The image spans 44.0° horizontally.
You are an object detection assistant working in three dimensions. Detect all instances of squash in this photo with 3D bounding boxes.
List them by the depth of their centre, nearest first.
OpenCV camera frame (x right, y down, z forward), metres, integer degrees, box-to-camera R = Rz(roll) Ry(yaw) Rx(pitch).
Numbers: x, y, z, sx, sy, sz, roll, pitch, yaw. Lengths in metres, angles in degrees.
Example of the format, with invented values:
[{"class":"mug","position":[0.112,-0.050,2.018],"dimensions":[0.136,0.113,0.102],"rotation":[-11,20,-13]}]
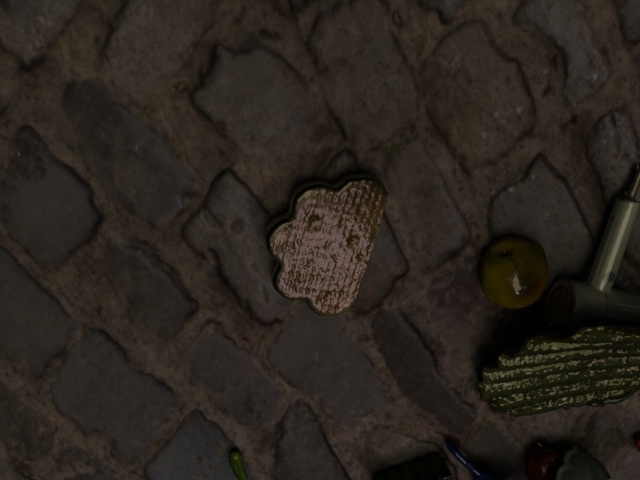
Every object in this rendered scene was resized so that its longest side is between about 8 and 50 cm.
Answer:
[{"class":"squash","position":[-0.167,0.463,1.613],"dimensions":[0.027,0.027,0.089],"rotation":[-13,119,-4]}]

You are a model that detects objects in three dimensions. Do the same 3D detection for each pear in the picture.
[{"class":"pear","position":[0.370,0.066,1.487],"dimensions":[0.141,0.104,0.141],"rotation":[-5,119,-10]}]

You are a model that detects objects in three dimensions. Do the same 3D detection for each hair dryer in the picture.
[{"class":"hair dryer","position":[0.568,0.022,1.512],"dimensions":[0.172,0.107,0.358],"rotation":[10,106,-17]}]

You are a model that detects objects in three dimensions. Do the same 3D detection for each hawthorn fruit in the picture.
[{"class":"hawthorn fruit","position":[0.483,0.479,1.709],"dimensions":[0.081,0.081,0.093],"rotation":[-3,112,-9]}]

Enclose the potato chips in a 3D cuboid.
[{"class":"potato chips","position":[0.522,0.249,1.547],"dimensions":[0.428,0.070,0.359],"rotation":[-6,145,5]}]

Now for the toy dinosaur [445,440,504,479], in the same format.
[{"class":"toy dinosaur","position":[0.372,0.527,1.652],"dimensions":[0.075,0.247,0.188],"rotation":[-44,135,-5]}]

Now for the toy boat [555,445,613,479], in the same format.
[{"class":"toy boat","position":[0.552,0.556,1.652],"dimensions":[0.100,0.290,0.200],"rotation":[-8,108,42]}]

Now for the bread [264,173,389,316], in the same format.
[{"class":"bread","position":[0.000,0.000,1.414],"dimensions":[0.207,0.056,0.287],"rotation":[13,111,-19]}]

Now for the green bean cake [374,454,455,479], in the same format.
[{"class":"green bean cake","position":[0.210,0.561,1.687],"dimensions":[0.173,0.094,0.182],"rotation":[-20,115,-1]}]

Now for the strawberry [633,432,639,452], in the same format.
[{"class":"strawberry","position":[0.735,0.458,1.750],"dimensions":[0.083,0.073,0.073],"rotation":[36,104,-6]}]
